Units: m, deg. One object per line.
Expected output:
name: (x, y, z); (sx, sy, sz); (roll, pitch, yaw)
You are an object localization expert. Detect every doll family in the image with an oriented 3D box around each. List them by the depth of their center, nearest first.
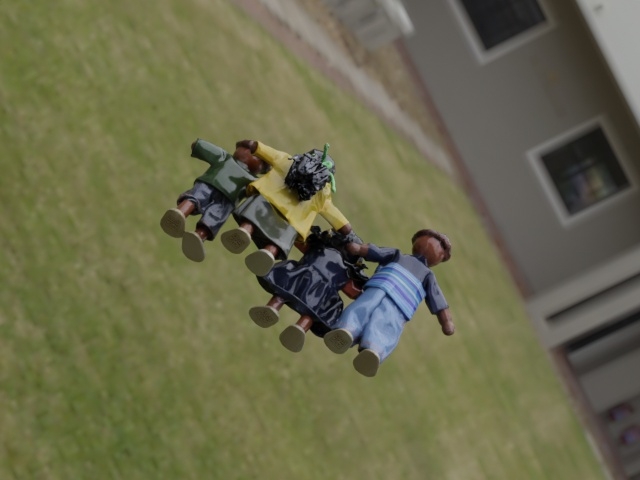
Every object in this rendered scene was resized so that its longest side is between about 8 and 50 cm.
doll family: (0.000, 0.000, 0.971); (0.193, 0.076, 0.111); (47, 47, -9)
